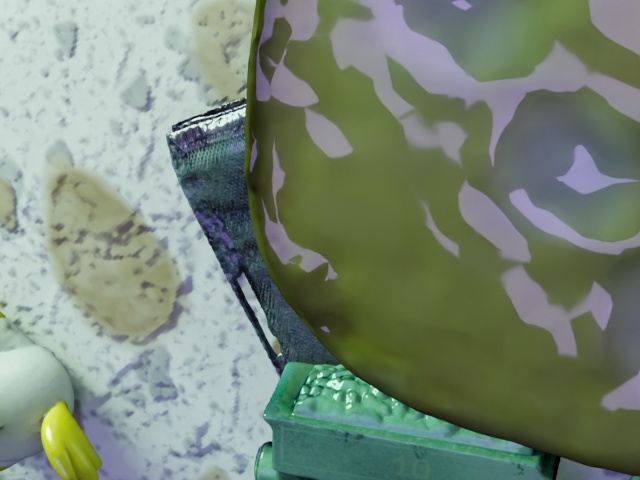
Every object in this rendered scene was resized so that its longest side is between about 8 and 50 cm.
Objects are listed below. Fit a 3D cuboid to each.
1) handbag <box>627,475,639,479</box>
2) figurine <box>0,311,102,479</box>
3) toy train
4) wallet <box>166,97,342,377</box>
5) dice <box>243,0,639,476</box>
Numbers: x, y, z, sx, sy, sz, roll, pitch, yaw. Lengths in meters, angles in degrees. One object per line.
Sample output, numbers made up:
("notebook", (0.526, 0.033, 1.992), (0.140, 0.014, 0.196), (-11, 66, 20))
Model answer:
("handbag", (0.230, 0.142, 0.733), (0.229, 0.179, 0.062), (-19, 105, 32))
("figurine", (-0.221, 0.111, 0.959), (0.130, 0.178, 0.109), (32, 125, 43))
("toy train", (0.049, 0.115, 0.867), (0.172, 0.070, 0.099), (9, 121, 11))
("wallet", (0.000, -0.001, 0.869), (0.111, 0.030, 0.166), (-15, 110, 28))
("dice", (0.121, -0.069, 0.647), (0.238, 0.227, 0.233), (17, 122, 18))
